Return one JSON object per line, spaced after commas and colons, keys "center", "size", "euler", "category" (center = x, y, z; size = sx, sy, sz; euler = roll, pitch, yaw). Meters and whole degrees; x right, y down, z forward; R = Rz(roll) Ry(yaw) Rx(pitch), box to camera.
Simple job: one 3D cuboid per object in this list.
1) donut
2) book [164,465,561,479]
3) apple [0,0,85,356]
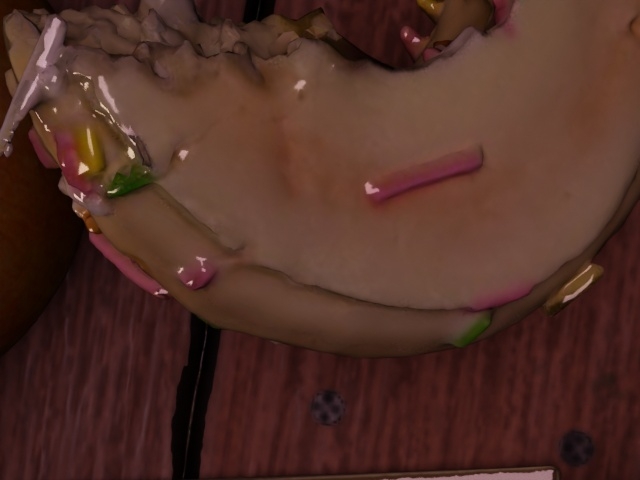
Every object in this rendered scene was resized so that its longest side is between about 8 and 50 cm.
{"center": [0.038, -0.116, 0.891], "size": [0.307, 0.150, 0.371], "euler": [38, 76, -25], "category": "donut"}
{"center": [-0.023, 0.233, 1.004], "size": [0.310, 0.021, 0.217], "euler": [-3, 89, 5], "category": "book"}
{"center": [-0.241, -0.044, 0.916], "size": [0.264, 0.264, 0.264], "euler": [0, 90, 5], "category": "apple"}
